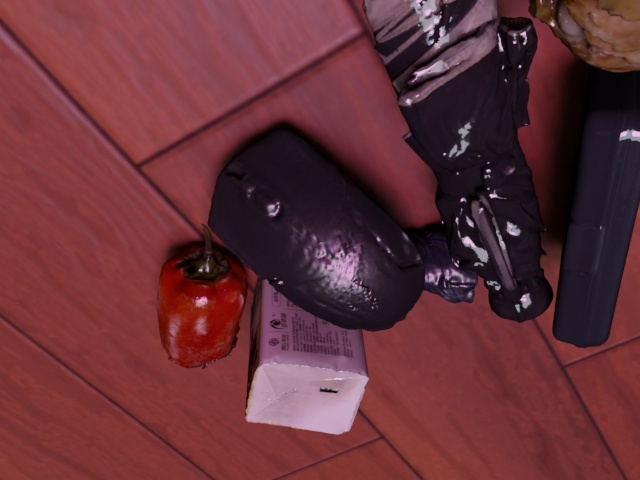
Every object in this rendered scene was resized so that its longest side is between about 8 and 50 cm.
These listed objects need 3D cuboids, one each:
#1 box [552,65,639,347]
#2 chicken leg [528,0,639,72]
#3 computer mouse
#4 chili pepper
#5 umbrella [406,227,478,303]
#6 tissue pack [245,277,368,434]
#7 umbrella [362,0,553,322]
[{"bbox_3d":[0.242,-0.037,0.550,0.050,0.160,0.230,9,130,20],"label":"box"},{"bbox_3d":[0.324,-0.189,0.433,0.430,0.201,0.152,-1,84,-15],"label":"chicken leg"},{"bbox_3d":[0.000,0.000,0.572,0.217,0.073,0.122,41,99,-2],"label":"computer mouse"},{"bbox_3d":[-0.118,0.050,0.640,0.084,0.086,0.192,26,137,13],"label":"chili pepper"},{"bbox_3d":[0.044,0.021,0.642,0.224,0.080,0.071,6,161,-3],"label":"umbrella"},{"bbox_3d":[-0.018,0.105,0.646,0.106,0.148,0.099,9,125,-9],"label":"tissue pack"},{"bbox_3d":[0.132,-0.072,0.519,0.113,0.106,0.357,-22,117,5],"label":"umbrella"}]
